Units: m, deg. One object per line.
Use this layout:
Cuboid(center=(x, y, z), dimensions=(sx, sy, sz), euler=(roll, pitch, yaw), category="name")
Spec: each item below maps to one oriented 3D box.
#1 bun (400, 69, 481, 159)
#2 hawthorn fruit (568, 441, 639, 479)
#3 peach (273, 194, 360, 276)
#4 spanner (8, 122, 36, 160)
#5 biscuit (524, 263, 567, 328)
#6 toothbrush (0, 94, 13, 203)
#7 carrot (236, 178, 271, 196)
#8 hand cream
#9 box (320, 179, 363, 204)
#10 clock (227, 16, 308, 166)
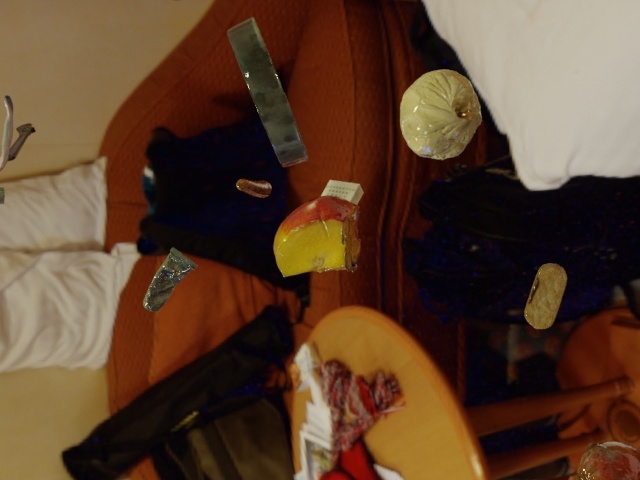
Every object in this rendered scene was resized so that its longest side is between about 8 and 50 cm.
Cuboid(center=(0.303, -0.299, 1.806), dimensions=(0.134, 0.220, 0.220), euler=(16, 109, 58), category="bun")
Cuboid(center=(0.515, 0.434, 1.285), dimensions=(0.173, 0.173, 0.172), euler=(20, 113, 61), category="hawthorn fruit")
Cuboid(center=(-0.005, -0.006, 1.158), dimensions=(0.151, 0.151, 0.118), euler=(152, 117, -62), category="peach")
Cuboid(center=(-0.661, -0.217, 1.653), dimensions=(0.208, 0.046, 0.012), euler=(-102, 3, -59), category="spanner")
Cuboid(center=(0.485, 0.120, 1.625), dimensions=(0.018, 0.071, 0.147), euler=(176, 113, -81), category="biscuit")
Cuboid(center=(-0.609, -0.167, 1.449), dimensions=(0.021, 0.027, 0.269), euler=(54, 136, 30), category="toothbrush")
Cuboid(center=(-0.134, -0.107, 1.523), dimensions=(0.190, 0.037, 0.037), euler=(-6, -89, -81), category="carrot")
Cuboid(center=(-0.402, 0.114, 1.968), dimensions=(0.248, 0.075, 0.052), euler=(-47, 33, 42), category="hand cream")
Cuboid(center=(0.028, -0.066, 1.726), dimensions=(0.084, 0.154, 0.040), euler=(12, 149, 29), category="box")
Cuboid(center=(-0.131, -0.367, 1.900), dimensions=(0.386, 0.076, 0.386), euler=(-21, -90, -89), category="clock")
